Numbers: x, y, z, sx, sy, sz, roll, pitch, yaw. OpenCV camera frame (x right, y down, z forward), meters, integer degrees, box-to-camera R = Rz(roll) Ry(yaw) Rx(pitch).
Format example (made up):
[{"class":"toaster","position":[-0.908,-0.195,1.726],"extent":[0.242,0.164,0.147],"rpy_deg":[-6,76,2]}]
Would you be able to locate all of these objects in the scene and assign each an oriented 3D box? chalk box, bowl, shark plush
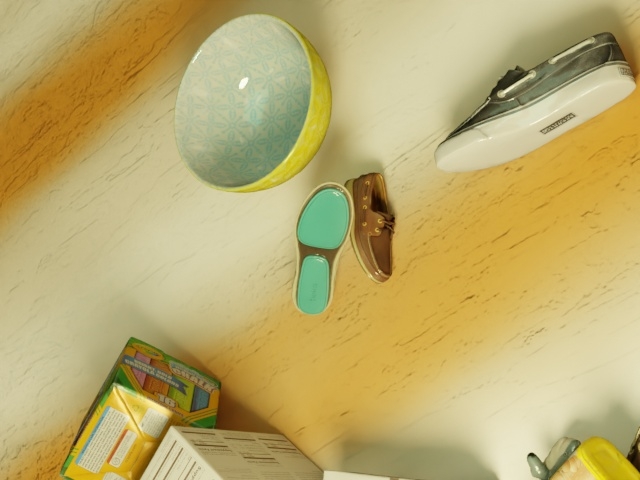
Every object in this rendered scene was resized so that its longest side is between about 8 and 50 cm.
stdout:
[{"class":"chalk box","position":[-0.278,0.286,1.941],"extent":[0.180,0.179,0.289],"rpy_deg":[-60,9,10]},{"class":"bowl","position":[-0.080,-0.203,1.949],"extent":[0.289,0.156,0.289],"rpy_deg":[-10,74,35]},{"class":"shark plush","position":[0.313,0.335,1.577],"extent":[0.067,0.073,0.161],"rpy_deg":[3,87,54]}]

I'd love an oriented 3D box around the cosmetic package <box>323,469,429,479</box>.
[{"class":"cosmetic package","position":[0.110,0.383,1.663],"extent":[0.231,0.085,0.117],"rpy_deg":[-4,76,37]}]

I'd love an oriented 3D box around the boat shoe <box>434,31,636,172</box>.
[{"class":"boat shoe","position":[0.287,-0.194,1.698],"extent":[0.301,0.108,0.102],"rpy_deg":[-28,64,27]}]

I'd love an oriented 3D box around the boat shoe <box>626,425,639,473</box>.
[{"class":"boat shoe","position":[0.415,0.270,1.501],"extent":[0.095,0.095,0.257],"rpy_deg":[27,97,38]}]

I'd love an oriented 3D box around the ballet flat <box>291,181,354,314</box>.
[{"class":"ballet flat","position":[0.000,0.000,1.847],"extent":[0.086,0.086,0.248],"rpy_deg":[44,134,35]}]

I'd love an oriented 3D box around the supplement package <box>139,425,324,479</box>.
[{"class":"supplement package","position":[-0.140,0.404,1.791],"extent":[0.145,0.262,0.204],"rpy_deg":[38,103,37]}]

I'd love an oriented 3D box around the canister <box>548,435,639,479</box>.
[{"class":"canister","position":[0.326,0.338,1.497],"extent":[0.126,0.073,0.170],"rpy_deg":[49,131,23]}]

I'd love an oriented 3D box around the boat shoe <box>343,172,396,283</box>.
[{"class":"boat shoe","position":[0.082,-0.023,1.843],"extent":[0.060,0.064,0.178],"rpy_deg":[-26,63,33]}]
